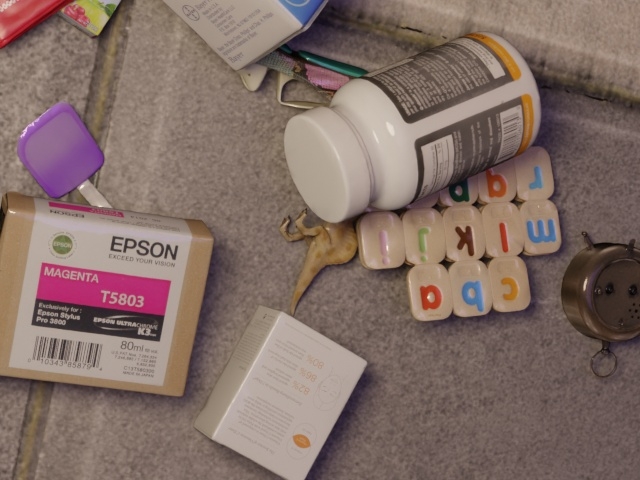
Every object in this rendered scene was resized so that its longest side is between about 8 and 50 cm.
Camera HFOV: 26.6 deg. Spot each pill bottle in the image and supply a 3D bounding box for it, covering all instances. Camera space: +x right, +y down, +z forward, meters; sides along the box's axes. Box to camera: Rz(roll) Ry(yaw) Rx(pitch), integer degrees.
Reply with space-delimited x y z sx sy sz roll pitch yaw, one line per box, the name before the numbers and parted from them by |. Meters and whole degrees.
pill bottle | 0.107 -0.130 1.577 0.278 0.162 0.162 -24 101 -25

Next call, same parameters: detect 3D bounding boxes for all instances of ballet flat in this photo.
ballet flat | -0.044 -0.203 1.609 0.221 0.077 0.079 22 105 -20

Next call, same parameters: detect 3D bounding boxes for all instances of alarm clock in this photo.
alarm clock | 0.384 0.088 1.780 0.129 0.064 0.192 5 95 -20

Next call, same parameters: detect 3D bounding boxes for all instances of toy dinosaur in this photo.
toy dinosaur | 0.000 0.000 1.642 0.092 0.053 0.183 39 81 -19

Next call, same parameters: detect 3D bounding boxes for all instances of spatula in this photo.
spatula | -0.241 -0.021 1.567 0.084 0.030 0.296 -39 105 -12

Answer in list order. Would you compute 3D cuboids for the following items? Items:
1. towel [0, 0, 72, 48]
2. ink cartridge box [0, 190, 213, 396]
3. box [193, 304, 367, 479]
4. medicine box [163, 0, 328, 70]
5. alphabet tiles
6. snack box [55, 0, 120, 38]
towel | -0.353 -0.370 1.472 0.199 0.031 0.275 -38 99 -12
ink cartridge box | -0.253 0.062 1.518 0.234 0.088 0.193 8 102 -16
box | -0.049 0.183 1.615 0.130 0.091 0.170 32 83 -19
medicine box | -0.094 -0.389 1.492 0.289 0.149 0.263 43 59 -17
alphabet tiles | 0.171 -0.043 1.692 0.284 0.021 0.278 -5 83 -25
snack box | -0.288 -0.310 1.528 0.141 0.037 0.100 33 81 -17
